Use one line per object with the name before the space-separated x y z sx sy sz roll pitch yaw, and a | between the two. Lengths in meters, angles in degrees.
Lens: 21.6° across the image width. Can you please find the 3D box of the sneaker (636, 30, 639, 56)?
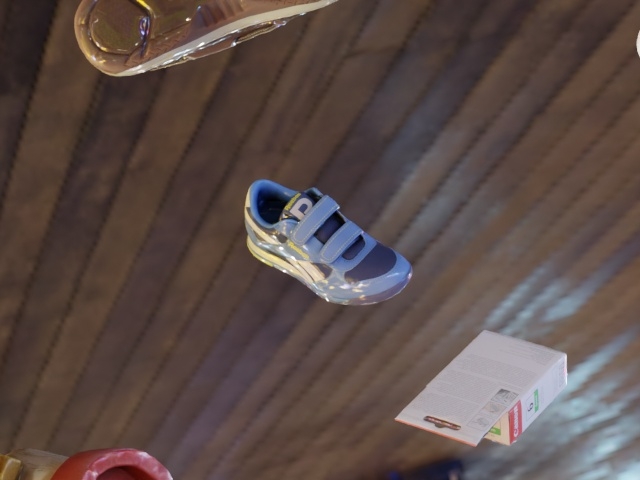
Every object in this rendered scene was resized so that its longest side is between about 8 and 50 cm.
sneaker | 0.274 -0.124 1.076 0.061 0.158 0.065 -34 135 -31

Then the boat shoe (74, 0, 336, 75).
boat shoe | -0.057 -0.194 1.242 0.257 0.095 0.095 -20 174 1

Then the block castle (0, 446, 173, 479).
block castle | -0.290 0.324 1.077 0.303 0.453 0.212 22 168 -35

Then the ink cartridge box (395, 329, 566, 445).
ink cartridge box | 0.104 0.103 1.075 0.062 0.029 0.115 15 -144 33

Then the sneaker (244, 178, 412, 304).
sneaker | 0.000 0.000 1.183 0.053 0.144 0.059 -45 141 -32
